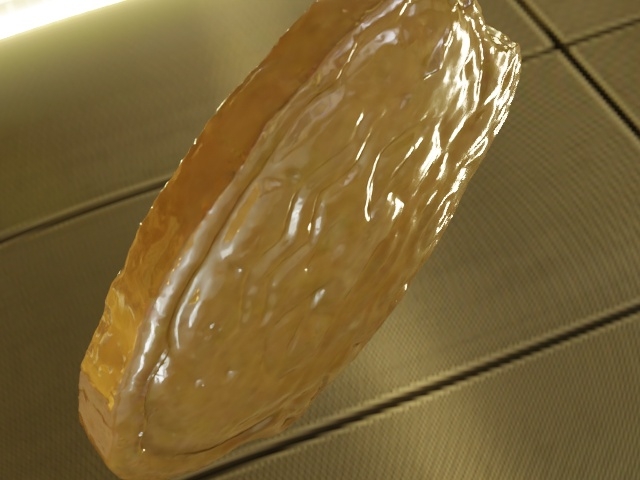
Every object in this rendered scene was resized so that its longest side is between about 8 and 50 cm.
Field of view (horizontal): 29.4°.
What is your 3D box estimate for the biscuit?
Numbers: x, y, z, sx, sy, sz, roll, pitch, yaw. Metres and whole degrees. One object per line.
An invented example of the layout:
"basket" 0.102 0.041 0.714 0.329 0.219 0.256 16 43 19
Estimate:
"biscuit" 0.002 0.001 0.834 0.062 0.365 0.385 36 -79 22
